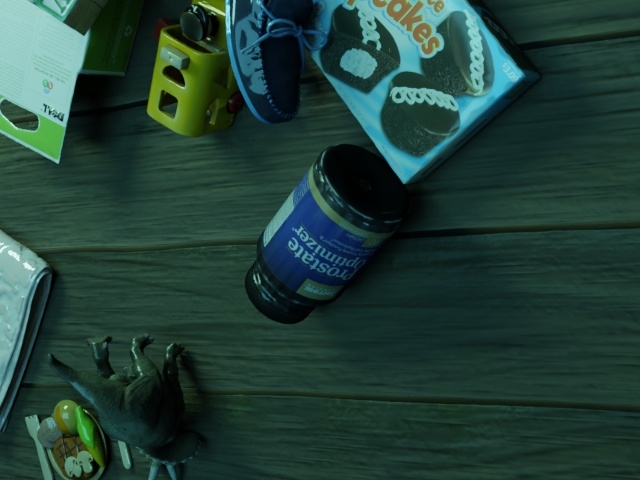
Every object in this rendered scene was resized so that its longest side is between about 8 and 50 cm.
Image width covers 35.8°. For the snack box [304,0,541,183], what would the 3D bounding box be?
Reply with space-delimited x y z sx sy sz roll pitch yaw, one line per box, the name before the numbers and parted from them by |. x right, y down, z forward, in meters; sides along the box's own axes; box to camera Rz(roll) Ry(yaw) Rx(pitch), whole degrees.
snack box | 0.079 -0.248 1.131 0.187 0.060 0.322 -42 74 29

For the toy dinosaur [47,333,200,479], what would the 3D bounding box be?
toy dinosaur | -0.236 0.211 1.292 0.121 0.313 0.160 -20 60 5

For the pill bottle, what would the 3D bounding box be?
pill bottle | 0.000 0.000 1.162 0.123 0.123 0.219 51 131 16

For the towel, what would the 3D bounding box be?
towel | -0.584 0.100 1.570 0.332 0.053 0.317 30 110 23

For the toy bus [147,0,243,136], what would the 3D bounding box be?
toy bus | -0.152 -0.230 1.231 0.191 0.104 0.202 -19 96 41

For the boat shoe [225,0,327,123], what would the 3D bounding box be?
boat shoe | -0.054 -0.263 1.116 0.089 0.109 0.258 -6 97 32

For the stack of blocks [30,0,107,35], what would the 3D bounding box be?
stack of blocks | -0.257 -0.404 1.214 0.171 0.087 0.297 34 92 3

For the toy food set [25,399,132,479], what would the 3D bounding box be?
toy food set | -0.372 0.304 1.476 0.192 0.038 0.132 -20 86 31

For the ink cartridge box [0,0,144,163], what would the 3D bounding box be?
ink cartridge box | -0.368 -0.260 1.374 0.189 0.097 0.255 27 110 25
